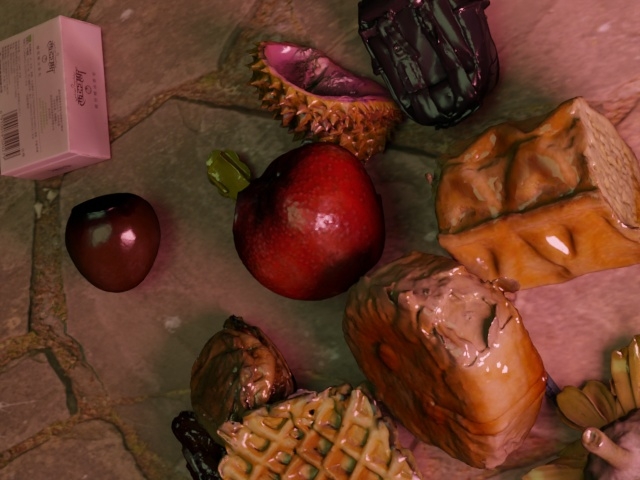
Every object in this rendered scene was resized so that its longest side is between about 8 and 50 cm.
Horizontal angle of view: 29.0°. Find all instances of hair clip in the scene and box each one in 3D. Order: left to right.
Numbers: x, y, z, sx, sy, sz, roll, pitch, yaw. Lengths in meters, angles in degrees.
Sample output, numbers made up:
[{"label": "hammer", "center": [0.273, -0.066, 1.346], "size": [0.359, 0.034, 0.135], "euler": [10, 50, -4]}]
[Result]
[{"label": "hair clip", "center": [-0.129, -0.084, 2.013], "size": [0.072, 0.046, 0.173], "euler": [-52, 60, 18]}]

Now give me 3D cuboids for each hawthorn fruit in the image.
[{"label": "hawthorn fruit", "center": [0.000, 0.000, 1.819], "size": [0.230, 0.210, 0.266], "euler": [-33, 99, 25]}]

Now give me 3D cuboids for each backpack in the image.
[{"label": "backpack", "center": [0.158, -0.283, 1.774], "size": [0.206, 0.133, 0.258], "euler": [-30, 75, 35]}]

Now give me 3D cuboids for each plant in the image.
[{"label": "plant", "center": [0.406, 0.279, 1.489], "size": [0.261, 0.297, 0.306], "euler": [35, 92, 3]}]

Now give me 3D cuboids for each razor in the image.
[{"label": "razor", "center": [0.291, 0.169, 1.683], "size": [0.066, 0.033, 0.190], "euler": [-46, 66, 24]}]

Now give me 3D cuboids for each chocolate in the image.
[{"label": "chocolate", "center": [-0.350, 0.006, 2.120], "size": [0.177, 0.177, 0.177], "euler": [-4, 83, 37]}]

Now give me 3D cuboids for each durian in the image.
[{"label": "durian", "center": [-0.018, -0.217, 1.882], "size": [0.260, 0.186, 0.154], "euler": [37, 102, 47]}]

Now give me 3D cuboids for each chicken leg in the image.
[{"label": "chicken leg", "center": [-0.179, 0.359, 2.014], "size": [0.093, 0.053, 0.205], "euler": [-39, 67, 12]}]

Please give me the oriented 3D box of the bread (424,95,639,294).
[{"label": "bread", "center": [0.287, -0.054, 1.603], "size": [0.252, 0.196, 0.238], "euler": [-27, 69, 36]}]

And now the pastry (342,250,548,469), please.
[{"label": "pastry", "center": [0.159, 0.151, 1.648], "size": [0.329, 0.136, 0.329], "euler": [40, 152, 27]}]

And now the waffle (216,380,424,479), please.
[{"label": "waffle", "center": [-0.001, 0.359, 1.813], "size": [0.317, 0.073, 0.297], "euler": [-17, 91, 22]}]

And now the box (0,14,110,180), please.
[{"label": "box", "center": [-0.495, -0.256, 2.270], "size": [0.194, 0.111, 0.260], "euler": [-12, 76, 35]}]

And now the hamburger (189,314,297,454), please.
[{"label": "hamburger", "center": [-0.121, 0.233, 1.947], "size": [0.183, 0.130, 0.206], "euler": [-62, 37, 14]}]
